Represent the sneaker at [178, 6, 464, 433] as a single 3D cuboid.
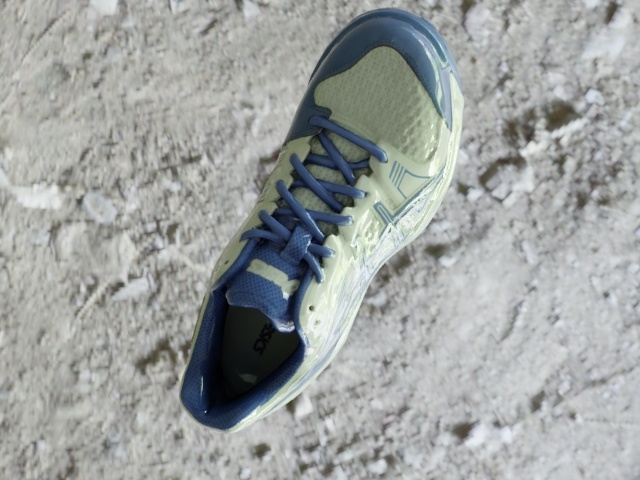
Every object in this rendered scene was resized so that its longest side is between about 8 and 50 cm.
[{"bbox_3d":[0.000,0.000,0.721,0.111,0.131,0.296,26,113,9],"label":"sneaker"}]
